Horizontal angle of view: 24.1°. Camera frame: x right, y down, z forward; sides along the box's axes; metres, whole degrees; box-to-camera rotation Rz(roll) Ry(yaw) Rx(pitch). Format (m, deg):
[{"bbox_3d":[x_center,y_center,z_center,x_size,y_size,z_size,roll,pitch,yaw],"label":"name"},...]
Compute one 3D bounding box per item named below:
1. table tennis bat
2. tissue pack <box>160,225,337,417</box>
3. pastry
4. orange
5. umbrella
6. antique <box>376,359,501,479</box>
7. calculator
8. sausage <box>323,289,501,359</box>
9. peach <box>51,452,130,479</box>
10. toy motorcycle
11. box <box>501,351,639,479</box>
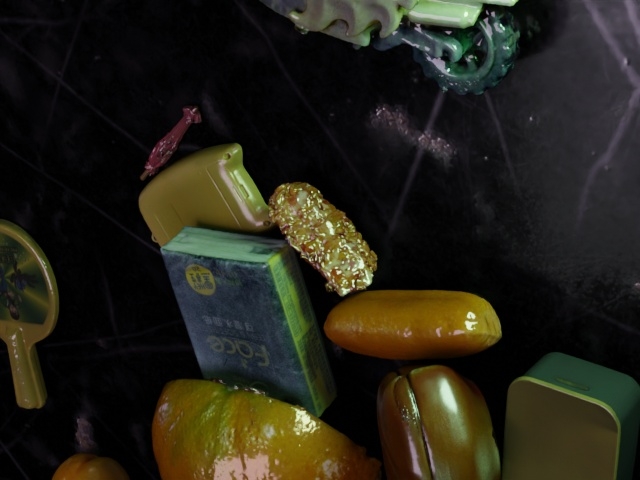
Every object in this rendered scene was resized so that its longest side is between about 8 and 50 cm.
[{"bbox_3d":[-0.477,0.117,2.349,0.198,0.050,0.321,7,114,32],"label":"table tennis bat"},{"bbox_3d":[-0.091,0.108,1.998,0.185,0.081,0.257,8,128,36],"label":"tissue pack"},{"bbox_3d":[0.002,-0.002,1.890,0.169,0.087,0.063,51,167,3],"label":"pastry"},{"bbox_3d":[-0.093,0.293,2.057,0.310,0.274,0.274,48,138,37],"label":"orange"},{"bbox_3d":[-0.205,-0.129,2.014,0.165,0.025,0.027,-47,61,41],"label":"umbrella"},{"bbox_3d":[0.140,0.253,1.843,0.278,0.129,0.224,83,171,-55],"label":"antique"},{"bbox_3d":[-0.161,-0.036,2.026,0.236,0.033,0.157,-26,98,45],"label":"calculator"},{"bbox_3d":[0.111,0.105,1.856,0.238,0.098,0.098,-4,112,36],"label":"sausage"},{"bbox_3d":[-0.362,0.400,2.362,0.138,0.138,0.138,18,124,29],"label":"peach"},{"bbox_3d":[0.044,-0.322,1.625,0.410,0.169,0.237,29,135,15],"label":"toy motorcycle"},{"bbox_3d":[0.302,0.242,1.789,0.144,0.090,0.201,17,123,30],"label":"box"}]
